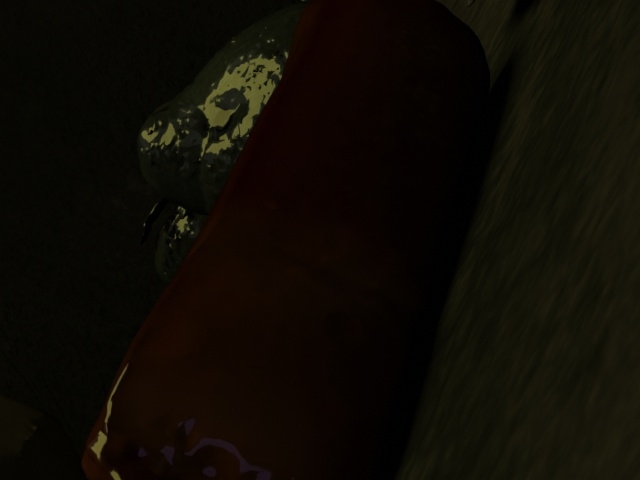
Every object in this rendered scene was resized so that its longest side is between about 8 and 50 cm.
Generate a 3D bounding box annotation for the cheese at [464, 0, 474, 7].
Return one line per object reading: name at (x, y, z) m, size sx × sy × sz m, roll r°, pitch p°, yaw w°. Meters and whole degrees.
cheese at (0.111, -0.198, 0.792) m, size 0.135 × 0.052 × 0.244 m, roll -61°, pitch 4°, yaw 30°

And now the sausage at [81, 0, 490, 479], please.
sausage at (0.001, 0.000, 0.596) m, size 0.348 × 0.097 × 0.094 m, roll -67°, pitch -4°, yaw -50°

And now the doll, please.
doll at (-0.057, 0.002, 0.926) m, size 0.340 × 0.158 × 0.246 m, roll -60°, pitch 25°, yaw 11°

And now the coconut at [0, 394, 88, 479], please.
coconut at (-0.207, 0.197, 0.631) m, size 0.323 × 0.323 × 0.323 m, roll -63°, pitch 3°, yaw 6°
